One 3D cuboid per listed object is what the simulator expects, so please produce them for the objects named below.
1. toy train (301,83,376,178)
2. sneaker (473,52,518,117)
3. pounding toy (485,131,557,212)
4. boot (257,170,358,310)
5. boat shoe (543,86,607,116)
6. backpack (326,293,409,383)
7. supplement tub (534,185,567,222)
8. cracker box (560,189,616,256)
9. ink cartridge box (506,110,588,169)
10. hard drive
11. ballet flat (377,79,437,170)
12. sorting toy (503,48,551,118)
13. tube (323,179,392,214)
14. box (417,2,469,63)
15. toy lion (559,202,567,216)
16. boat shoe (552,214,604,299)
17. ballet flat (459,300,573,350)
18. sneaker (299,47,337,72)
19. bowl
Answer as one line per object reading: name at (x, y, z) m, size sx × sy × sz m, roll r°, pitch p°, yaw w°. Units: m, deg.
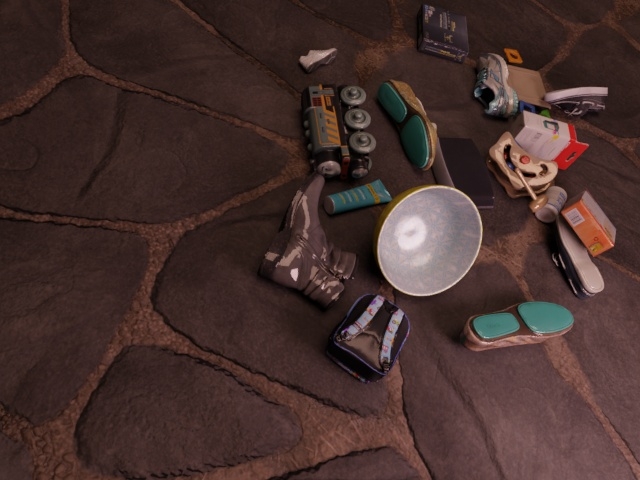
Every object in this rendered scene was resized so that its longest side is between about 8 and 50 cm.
toy train at (0.047, -0.320, 1.545) m, size 0.191 × 0.142 × 0.333 m, roll -5°, pitch 62°, yaw -5°
sneaker at (0.597, -0.556, 1.866) m, size 0.122 × 0.110 × 0.282 m, roll -4°, pitch 60°, yaw -15°
pounding toy at (0.635, -0.227, 1.616) m, size 0.154 × 0.155 × 0.269 m, roll -28°, pitch 68°, yaw -4°
boot at (0.000, 0.000, 1.349) m, size 0.223 × 0.118 × 0.338 m, roll 25°, pitch 66°, yaw -4°
boat shoe at (0.937, -0.504, 1.937) m, size 0.302 × 0.108 × 0.102 m, roll -10°, pitch 101°, yaw -30°
backpack at (0.115, 0.219, 1.227) m, size 0.158 × 0.116 × 0.173 m, roll 33°, pitch 56°, yaw 5°
supplement tub at (0.716, -0.112, 1.643) m, size 0.071 × 0.071 × 0.107 m, roll 36°, pitch 57°, yaw 7°
cracker box at (0.792, -0.057, 1.556) m, size 0.155 × 0.067 × 0.232 m, roll 57°, pitch 33°, yaw 7°
ink cartridge box at (0.740, -0.328, 1.747) m, size 0.231 × 0.134 × 0.077 m, roll 14°, pitch 56°, yaw -8°
hard drive at (0.436, -0.215, 1.634) m, size 0.172 × 0.054 × 0.254 m, roll -1°, pitch 59°, yaw -17°
ballet flat at (0.297, -0.371, 1.660) m, size 0.123 × 0.123 × 0.348 m, roll -12°, pitch 62°, yaw -23°
sorting toy at (0.747, -0.566, 1.953) m, size 0.196 × 0.047 × 0.347 m, roll 9°, pitch 59°, yaw -19°
tube at (0.106, -0.120, 1.485) m, size 0.207 × 0.052 × 0.080 m, roll -17°, pitch 72°, yaw -31°
box at (0.460, -0.784, 1.995) m, size 0.184 × 0.059 × 0.232 m, roll 14°, pitch 57°, yaw -9°
toy lion at (0.792, -0.073, 1.668) m, size 0.096 × 0.034 × 0.100 m, roll -30°, pitch 71°, yaw -38°
boat shoe at (0.736, 0.048, 1.544) m, size 0.095 × 0.079 × 0.254 m, roll -6°, pitch 63°, yaw -23°
ballet flat at (0.489, 0.222, 1.345) m, size 0.316 × 0.106 × 0.107 m, roll -2°, pitch 53°, yaw -18°
sneaker at (-0.006, -0.611, 1.752) m, size 0.152 × 0.053 × 0.061 m, roll -34°, pitch 71°, yaw -30°
bowl at (0.252, -0.016, 1.374) m, size 0.290 × 0.289 × 0.156 m, roll -1°, pitch 16°, yaw -17°
